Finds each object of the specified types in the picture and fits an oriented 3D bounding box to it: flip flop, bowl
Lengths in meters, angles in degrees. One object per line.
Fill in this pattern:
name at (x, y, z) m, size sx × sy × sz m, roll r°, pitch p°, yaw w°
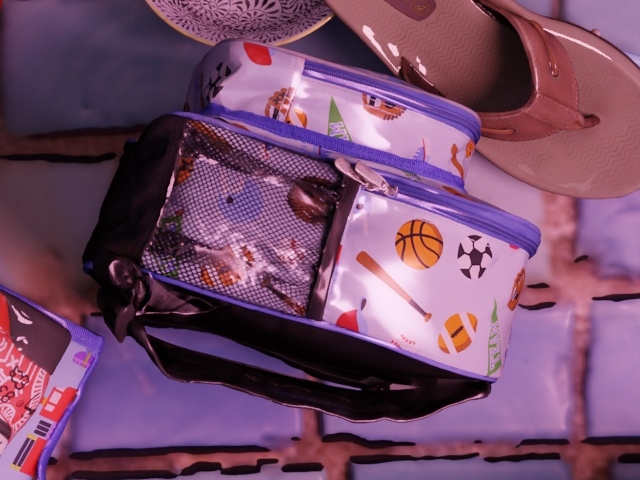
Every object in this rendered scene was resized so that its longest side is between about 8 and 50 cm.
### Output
flip flop at (0.106, -0.113, 1.180) m, size 0.277 × 0.080 × 0.112 m, roll 38°, pitch 111°, yaw -17°
bowl at (-0.045, -0.205, 1.253) m, size 0.170 × 0.080 × 0.170 m, roll 0°, pitch 86°, yaw 3°

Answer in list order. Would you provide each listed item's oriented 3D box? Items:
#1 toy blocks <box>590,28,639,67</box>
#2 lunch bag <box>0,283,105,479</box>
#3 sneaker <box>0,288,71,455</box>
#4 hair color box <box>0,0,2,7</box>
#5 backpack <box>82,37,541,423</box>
toy blocks at (0.158, -0.156, 1.252) m, size 0.148 × 0.054 × 0.123 m, roll 12°, pitch 87°, yaw 4°
lunch bag at (-0.298, 0.107, 1.230) m, size 0.293 × 0.138 × 0.221 m, roll 28°, pitch 85°, yaw -6°
sneaker at (-0.295, 0.057, 1.129) m, size 0.270 × 0.090 × 0.145 m, roll 31°, pitch 80°, yaw -22°
hair color box at (-0.264, -0.183, 1.277) m, size 0.093 × 0.053 × 0.167 m, roll 9°, pitch 88°, yaw 3°
backpack at (0.000, 0.000, 1.162) m, size 0.263 × 0.276 × 0.213 m, roll 24°, pitch 89°, yaw -9°
